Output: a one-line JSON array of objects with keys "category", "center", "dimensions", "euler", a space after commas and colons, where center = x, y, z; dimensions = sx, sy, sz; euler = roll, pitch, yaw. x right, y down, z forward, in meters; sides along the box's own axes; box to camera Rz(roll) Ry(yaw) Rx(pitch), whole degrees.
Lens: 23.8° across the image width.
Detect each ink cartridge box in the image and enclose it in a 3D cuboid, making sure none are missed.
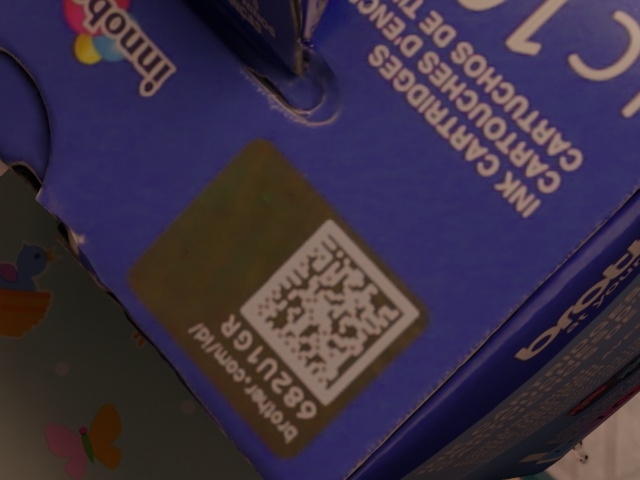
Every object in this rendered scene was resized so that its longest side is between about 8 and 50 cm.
[{"category": "ink cartridge box", "center": [0.001, -0.058, 0.494], "dimensions": [0.270, 0.151, 0.395], "euler": [48, 10, 17]}]

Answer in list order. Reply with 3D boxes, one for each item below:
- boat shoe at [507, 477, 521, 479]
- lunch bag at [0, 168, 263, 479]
[{"category": "boat shoe", "center": [-0.001, 0.079, 0.712], "dimensions": [0.113, 0.127, 0.340], "euler": [-13, 78, -46]}, {"category": "lunch bag", "center": [-0.070, 0.118, 0.582], "dimensions": [0.223, 0.160, 0.262], "euler": [-43, 83, 0]}]
